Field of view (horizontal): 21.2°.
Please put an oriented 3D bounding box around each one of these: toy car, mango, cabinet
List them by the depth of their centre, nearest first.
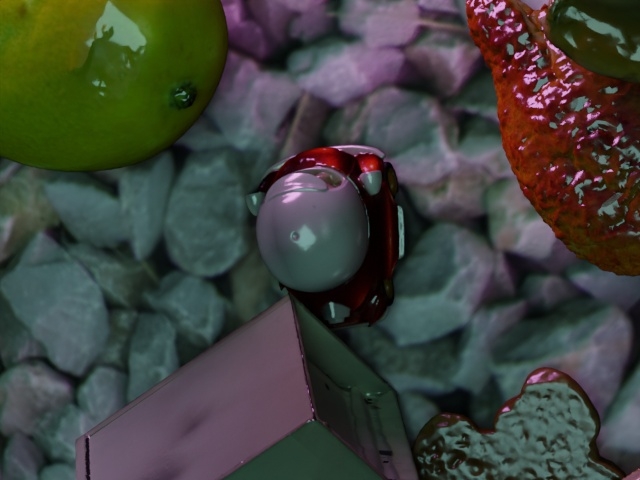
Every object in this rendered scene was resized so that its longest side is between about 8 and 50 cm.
[{"bbox_3d":[-0.049,0.175,1.238,0.206,0.145,0.150,-35,122,15],"label":"cabinet"},{"bbox_3d":[0.000,0.000,1.257,0.112,0.112,0.139,-10,89,17],"label":"toy car"},{"bbox_3d":[-0.196,-0.142,1.293,0.273,0.149,0.185,-7,98,23],"label":"mango"}]

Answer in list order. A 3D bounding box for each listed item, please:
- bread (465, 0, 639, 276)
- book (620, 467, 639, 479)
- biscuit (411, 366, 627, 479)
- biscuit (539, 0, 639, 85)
[{"bbox_3d":[0.191,-0.096,1.204,0.139,0.095,0.269,-23,82,10],"label":"bread"},{"bbox_3d":[0.243,0.377,1.216,0.269,0.032,0.389,-32,91,12],"label":"book"},{"bbox_3d":[0.141,0.233,1.261,0.208,0.041,0.290,17,99,12],"label":"biscuit"},{"bbox_3d":[0.312,-0.242,1.142,0.329,0.078,0.335,0,82,3],"label":"biscuit"}]
